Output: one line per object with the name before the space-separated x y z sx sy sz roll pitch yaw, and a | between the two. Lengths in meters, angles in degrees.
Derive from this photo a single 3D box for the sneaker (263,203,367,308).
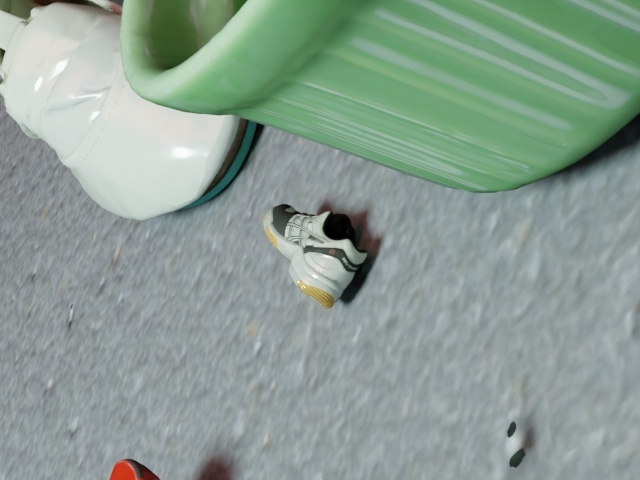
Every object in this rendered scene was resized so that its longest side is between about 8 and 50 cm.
sneaker | 0.000 0.000 0.725 0.037 0.032 0.083 -49 33 8

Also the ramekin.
ramekin | 0.055 -0.166 0.580 0.303 0.148 0.303 -50 27 38

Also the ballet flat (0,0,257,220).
ballet flat | -0.163 -0.112 1.022 0.139 0.139 0.400 -65 25 7

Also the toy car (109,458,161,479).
toy car | -0.135 0.247 0.763 0.225 0.053 0.239 -36 39 50
